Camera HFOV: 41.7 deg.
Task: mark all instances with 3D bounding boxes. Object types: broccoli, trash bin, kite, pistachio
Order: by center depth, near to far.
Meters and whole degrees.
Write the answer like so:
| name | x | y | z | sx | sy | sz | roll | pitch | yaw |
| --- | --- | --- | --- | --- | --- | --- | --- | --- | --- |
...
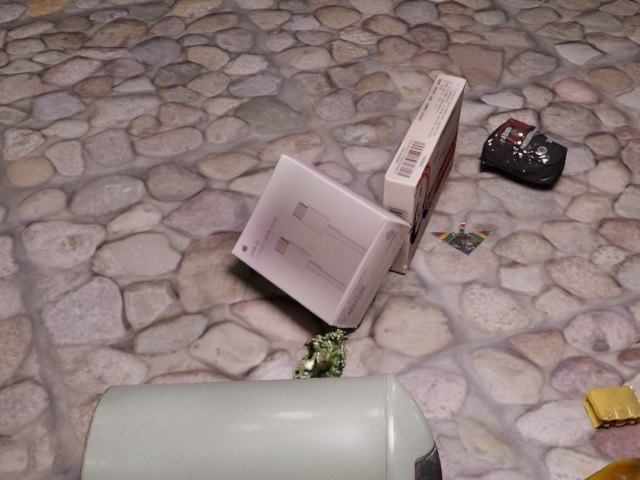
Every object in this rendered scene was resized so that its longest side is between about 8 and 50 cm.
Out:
| name | x | y | z | sx | sy | sz | roll | pitch | yaw |
| --- | --- | --- | --- | --- | --- | --- | --- | --- | --- |
| trash bin | -0.061 | 0.309 | 1.080 | 0.432 | 0.280 | 0.280 | 0 | 44 | 3 |
| pistachio | 0.392 | 0.374 | 1.152 | 0.189 | 0.100 | 0.110 | -31 | 18 | -29 |
| broccoli | -0.001 | 0.191 | 1.333 | 0.097 | 0.092 | 0.095 | -9 | 70 | 4 |
| kite | 0.272 | -0.005 | 1.605 | 0.122 | 0.004 | 0.090 | 2 | 45 | 0 |

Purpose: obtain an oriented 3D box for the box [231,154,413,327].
| name | x | y | z | sx | sy | sz | roll | pitch | yaw |
| --- | --- | --- | --- | --- | --- | --- | --- | --- | --- |
| box | 0.000 | 0.000 | 1.441 | 0.252 | 0.203 | 0.106 | 34 | 13 | 31 |

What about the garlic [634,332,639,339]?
| name | x | y | z | sx | sy | sz | roll | pitch | yaw |
| --- | --- | --- | --- | --- | --- | --- | --- | --- | --- |
| garlic | 0.607 | 0.122 | 1.442 | 0.152 | 0.066 | 0.084 | 0 | 46 | -5 |

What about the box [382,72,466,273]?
| name | x | y | z | sx | sy | sz | roll | pitch | yaw |
| --- | --- | --- | --- | --- | --- | --- | --- | --- | --- |
| box | 0.193 | -0.132 | 1.584 | 0.069 | 0.214 | 0.353 | 16 | 46 | 16 |

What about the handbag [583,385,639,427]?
| name | x | y | z | sx | sy | sz | roll | pitch | yaw |
| --- | --- | --- | --- | --- | --- | --- | --- | --- | --- |
| handbag | 0.462 | 0.261 | 1.322 | 0.083 | 0.027 | 0.061 | -3 | 44 | -7 |

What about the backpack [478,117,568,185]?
| name | x | y | z | sx | sy | sz | roll | pitch | yaw |
| --- | --- | --- | --- | --- | --- | --- | --- | --- | --- |
| backpack | 0.419 | -0.181 | 1.721 | 0.165 | 0.105 | 0.120 | 19 | 42 | 21 |
